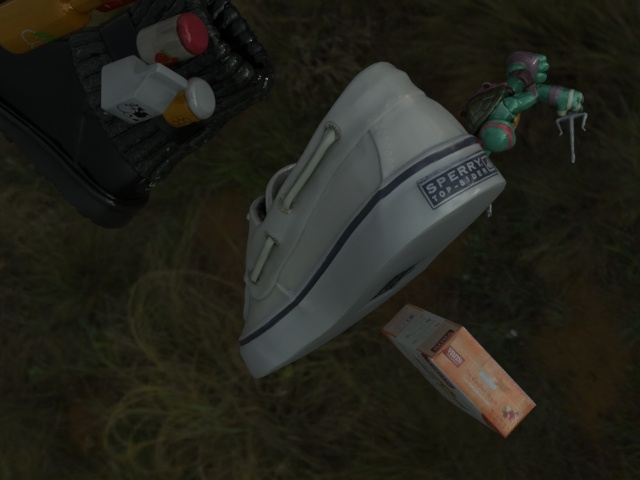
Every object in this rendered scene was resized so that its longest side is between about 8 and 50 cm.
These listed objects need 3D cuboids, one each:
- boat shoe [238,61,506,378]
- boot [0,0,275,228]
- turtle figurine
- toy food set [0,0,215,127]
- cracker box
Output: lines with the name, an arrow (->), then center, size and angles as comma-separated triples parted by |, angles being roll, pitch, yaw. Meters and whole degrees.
boat shoe -> 0.000, 0.000, 0.518 | 0.096, 0.267, 0.088 | -30, 80, -24
boot -> -0.236, -0.210, 0.983 | 0.348, 0.131, 0.260 | 44, 117, -5
turtle figurine -> 0.225, -0.140, 1.135 | 0.175, 0.118, 0.234 | -39, 16, 29
toy food set -> -0.143, -0.173, 0.779 | 0.104, 0.232, 0.111 | -13, 69, 28
cracker box -> 0.188, 0.178, 1.351 | 0.067, 0.156, 0.232 | -45, 12, -7
